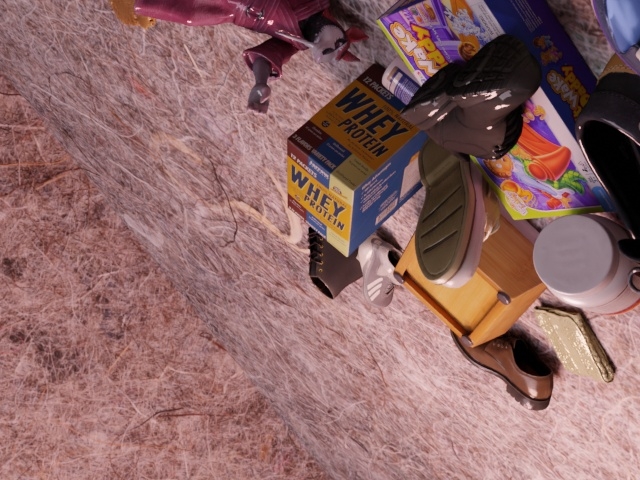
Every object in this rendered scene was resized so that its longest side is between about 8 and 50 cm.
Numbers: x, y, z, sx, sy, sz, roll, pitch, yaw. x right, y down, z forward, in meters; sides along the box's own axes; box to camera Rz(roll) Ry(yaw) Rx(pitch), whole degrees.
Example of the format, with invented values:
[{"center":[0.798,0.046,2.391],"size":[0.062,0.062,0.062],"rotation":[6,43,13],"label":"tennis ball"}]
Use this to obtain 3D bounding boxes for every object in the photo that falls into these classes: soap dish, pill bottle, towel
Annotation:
[{"center":[0.238,0.040,1.954],"size":[0.229,0.118,0.291],"rotation":[44,157,10],"label":"soap dish"},{"center":[0.355,0.030,1.587],"size":[0.121,0.121,0.221],"rotation":[37,-171,26],"label":"pill bottle"},{"center":[0.152,-0.213,1.748],"size":[0.120,0.067,0.067],"rotation":[42,158,14],"label":"pill bottle"},{"center":[0.409,0.167,1.977],"size":[0.148,0.027,0.110],"rotation":[57,158,-22],"label":"towel"}]

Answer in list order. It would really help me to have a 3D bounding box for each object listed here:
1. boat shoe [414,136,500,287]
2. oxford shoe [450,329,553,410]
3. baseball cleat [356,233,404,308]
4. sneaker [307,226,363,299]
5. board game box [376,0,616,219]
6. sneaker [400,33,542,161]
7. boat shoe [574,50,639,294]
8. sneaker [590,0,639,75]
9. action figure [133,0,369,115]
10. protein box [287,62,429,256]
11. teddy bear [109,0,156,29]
[{"center":[0.204,-0.041,1.720],"size":[0.103,0.302,0.113],"rotation":[35,129,-25],"label":"boat shoe"},{"center":[0.323,0.192,2.140],"size":[0.227,0.083,0.096],"rotation":[36,134,32],"label":"oxford shoe"},{"center":[0.125,0.074,2.296],"size":[0.109,0.072,0.206],"rotation":[25,154,31],"label":"baseball cleat"},{"center":[0.000,0.000,2.335],"size":[0.222,0.118,0.083],"rotation":[51,159,-10],"label":"sneaker"},{"center":[0.250,-0.189,1.589],"size":[0.347,0.078,0.233],"rotation":[53,158,-14],"label":"board game box"},{"center":[0.207,-0.163,1.492],"size":[0.130,0.109,0.286],"rotation":[44,168,-10],"label":"sneaker"},{"center":[0.438,0.002,1.437],"size":[0.187,0.156,0.500],"rotation":[7,133,56],"label":"boat shoe"},{"center":[0.390,-0.145,1.171],"size":[0.323,0.130,0.236],"rotation":[44,-156,-9],"label":"sneaker"},{"center":[-0.104,-0.355,1.822],"size":[0.370,0.248,0.276],"rotation":[26,-163,-11],"label":"action figure"},{"center":[0.063,-0.122,1.892],"size":[0.136,0.200,0.201],"rotation":[39,157,19],"label":"protein box"},{"center":[-0.329,-0.535,2.083],"size":[0.245,0.113,0.338],"rotation":[3,125,51],"label":"teddy bear"}]
